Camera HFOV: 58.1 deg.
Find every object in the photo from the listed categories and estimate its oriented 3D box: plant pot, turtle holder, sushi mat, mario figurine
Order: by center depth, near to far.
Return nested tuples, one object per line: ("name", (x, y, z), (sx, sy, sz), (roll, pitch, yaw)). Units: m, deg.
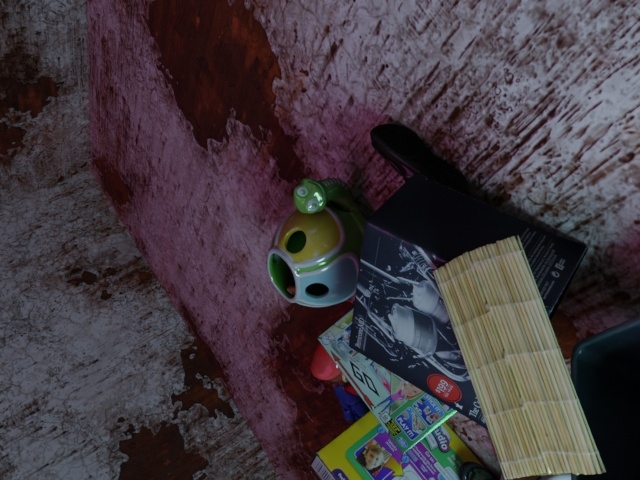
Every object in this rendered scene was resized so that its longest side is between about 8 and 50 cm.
("plant pot", (0.498, 0.244, 0.713), (0.252, 0.248, 0.247), (20, 148, -9))
("sushi mat", (0.259, 0.162, 0.785), (0.151, 0.019, 0.316), (-30, 73, 50))
("turtle holder", (0.009, 0.018, 1.307), (0.243, 0.227, 0.320), (55, 150, 12))
("mario figurine", (0.097, 0.383, 1.625), (0.198, 0.170, 0.320), (-10, 122, 21))

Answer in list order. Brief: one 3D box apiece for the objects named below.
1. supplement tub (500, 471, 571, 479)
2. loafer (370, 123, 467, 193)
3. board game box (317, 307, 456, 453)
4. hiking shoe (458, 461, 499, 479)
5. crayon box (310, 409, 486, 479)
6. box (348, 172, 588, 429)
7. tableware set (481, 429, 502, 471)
("supplement tub", (0.430, 0.486, 1.085), (0.144, 0.144, 0.199), (58, 176, 6))
("loafer", (0.170, -0.135, 1.081), (0.220, 0.080, 0.078), (46, 146, 24))
("board game box", (0.171, 0.281, 1.306), (0.317, 0.213, 0.046), (51, -177, 17))
("hiking shoe", (0.406, 0.576, 1.268), (0.227, 0.086, 0.114), (47, 150, 19))
("crayon box", (0.211, 0.571, 1.368), (0.363, 0.313, 0.106), (48, 148, 22))
("box", (0.235, 0.111, 1.022), (0.312, 0.179, 0.343), (28, 138, 24))
("tableware set", (0.426, 0.505, 1.261), (0.128, 0.039, 0.194), (-8, 108, 58))
